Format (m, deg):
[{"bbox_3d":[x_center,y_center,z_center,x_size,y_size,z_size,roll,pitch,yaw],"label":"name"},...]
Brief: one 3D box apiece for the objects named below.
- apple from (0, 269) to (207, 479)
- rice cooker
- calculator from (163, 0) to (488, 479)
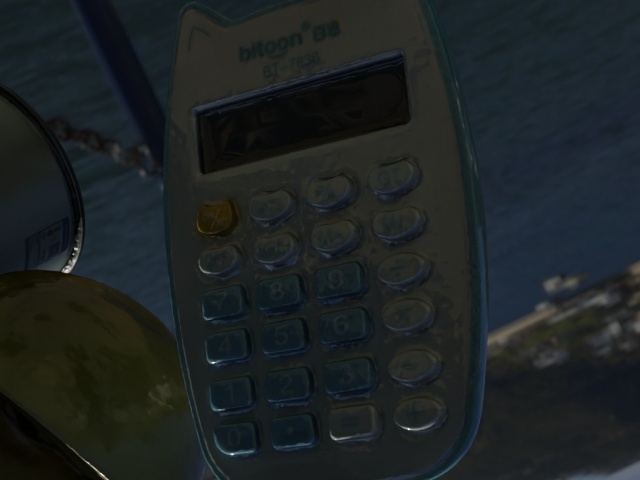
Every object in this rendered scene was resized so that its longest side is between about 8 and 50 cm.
[{"bbox_3d":[-0.245,0.169,1.227,0.292,0.254,0.292,-32,-152,20],"label":"apple"},{"bbox_3d":[-0.365,-0.034,1.391,0.241,0.280,0.227,14,-146,32],"label":"rice cooker"},{"bbox_3d":[0.000,0.000,0.983,0.256,0.386,0.054,-12,165,32],"label":"calculator"}]
